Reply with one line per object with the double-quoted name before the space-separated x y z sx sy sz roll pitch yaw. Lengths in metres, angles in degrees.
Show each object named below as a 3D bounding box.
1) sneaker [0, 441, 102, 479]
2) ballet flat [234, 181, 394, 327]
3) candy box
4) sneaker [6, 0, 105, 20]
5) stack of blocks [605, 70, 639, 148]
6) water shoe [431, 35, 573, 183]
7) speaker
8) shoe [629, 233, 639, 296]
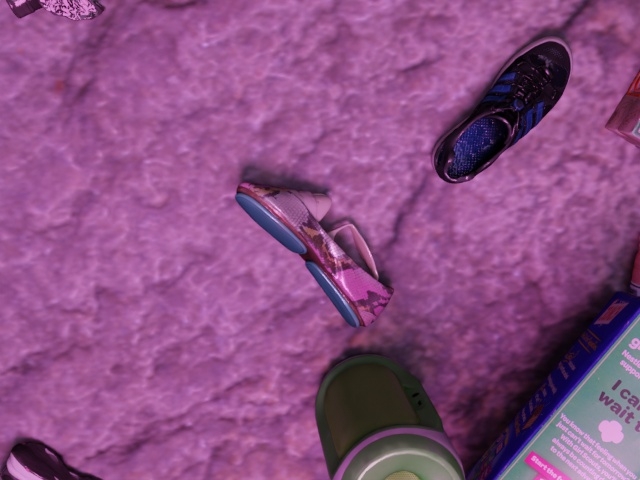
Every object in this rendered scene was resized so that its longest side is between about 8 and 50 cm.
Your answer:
"sneaker" -0.292 0.307 1.214 0.178 0.072 0.077 38 107 -2
"ballet flat" 0.000 0.000 1.178 0.079 0.077 0.221 -47 106 -14
"candy box" 0.273 0.211 1.125 0.122 0.268 0.317 38 96 9
"sneaker" -0.300 -0.299 1.104 0.089 0.051 0.170 -23 106 -1
"stack of blocks" 0.475 -0.087 1.188 0.297 0.087 0.171 29 97 -10
"water shoe" 0.209 -0.136 1.160 0.073 0.080 0.203 41 95 -11
"speaker" 0.065 0.211 1.101 0.131 0.296 0.131 -1 101 -5
"shoe" 0.448 0.030 1.220 0.178 0.063 0.081 3 105 -1
